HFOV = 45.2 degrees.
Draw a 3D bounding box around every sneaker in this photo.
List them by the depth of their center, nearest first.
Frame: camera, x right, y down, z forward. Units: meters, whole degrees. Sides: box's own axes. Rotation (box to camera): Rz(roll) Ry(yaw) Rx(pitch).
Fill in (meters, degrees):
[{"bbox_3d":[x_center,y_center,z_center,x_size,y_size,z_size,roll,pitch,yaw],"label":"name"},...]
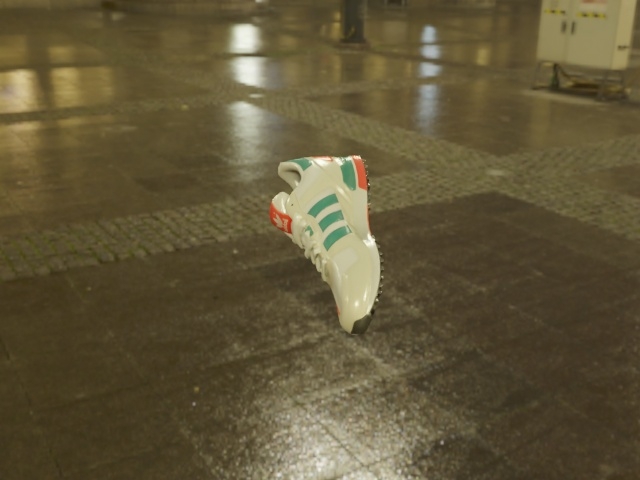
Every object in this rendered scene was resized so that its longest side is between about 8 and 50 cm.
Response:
[{"bbox_3d":[0.000,0.000,0.562,0.075,0.057,0.161,3,51,-9],"label":"sneaker"}]
